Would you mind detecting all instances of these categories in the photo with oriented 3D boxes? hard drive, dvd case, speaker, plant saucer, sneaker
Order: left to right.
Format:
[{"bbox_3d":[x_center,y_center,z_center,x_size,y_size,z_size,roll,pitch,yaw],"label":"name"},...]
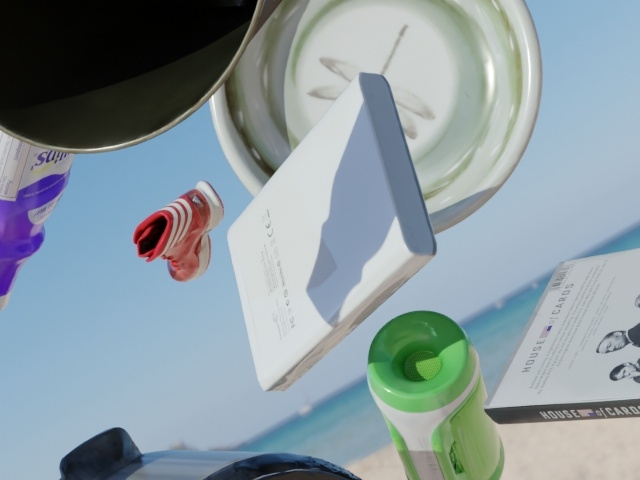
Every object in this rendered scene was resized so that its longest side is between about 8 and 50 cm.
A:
[{"bbox_3d":[-0.225,0.004,1.913,0.128,0.087,0.221,-25,-26,-31],"label":"sneaker"},{"bbox_3d":[0.000,0.000,1.343,0.040,0.203,0.307,3,-31,-31],"label":"hard drive"},{"bbox_3d":[0.068,-0.193,1.601,0.400,0.400,0.100,-30,-3,9],"label":"plant saucer"},{"bbox_3d":[0.136,0.202,1.505,0.131,0.131,0.296,-29,-37,-5],"label":"speaker"},{"bbox_3d":[0.260,0.072,1.085,0.239,0.029,0.179,-14,35,51],"label":"dvd case"}]

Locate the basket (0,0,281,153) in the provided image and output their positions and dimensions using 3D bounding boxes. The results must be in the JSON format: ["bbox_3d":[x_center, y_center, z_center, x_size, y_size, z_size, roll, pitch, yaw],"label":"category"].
[{"bbox_3d":[-0.066,-0.173,0.658,0.204,0.154,0.227,-43,9,36],"label":"basket"}]

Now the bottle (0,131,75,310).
[{"bbox_3d":[-0.251,-0.069,1.068,0.283,0.092,0.118,-67,-7,27],"label":"bottle"}]

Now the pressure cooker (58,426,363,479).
[{"bbox_3d":[-0.133,0.405,1.439,0.375,0.369,0.420,21,-19,-30],"label":"pressure cooker"}]
